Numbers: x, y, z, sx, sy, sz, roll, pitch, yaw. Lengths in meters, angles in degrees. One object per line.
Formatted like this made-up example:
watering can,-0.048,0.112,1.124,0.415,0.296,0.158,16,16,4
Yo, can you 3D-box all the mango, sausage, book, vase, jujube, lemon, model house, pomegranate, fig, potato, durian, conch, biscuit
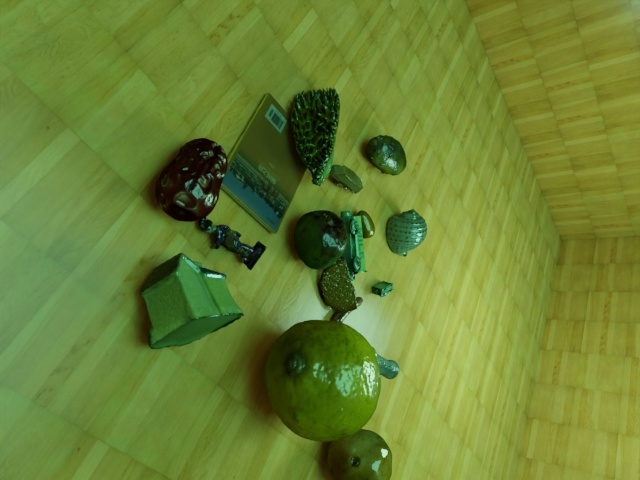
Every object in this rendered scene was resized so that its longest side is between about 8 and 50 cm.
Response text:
mango,0.169,-0.062,1.828,0.080,0.060,0.114,-50,118,-41
sausage,0.100,0.253,1.739,0.177,0.040,0.047,-35,111,-45
book,-0.156,-0.245,1.507,0.262,0.028,0.374,46,55,-36
vase,0.215,0.470,1.812,0.219,0.096,0.096,33,63,-45
jujube,-0.324,-0.158,1.230,0.155,0.155,0.230,48,44,-34
lemon,0.002,0.396,1.388,0.387,0.349,0.350,47,53,-49
model house,-0.332,0.145,1.200,0.214,0.195,0.189,7,56,-62
pomegranate,0.133,0.748,1.603,0.233,0.233,0.233,6,82,-48
fig,0.000,0.000,1.562,0.181,0.181,0.191,0,113,-48
potato,0.278,-0.344,1.935,0.251,0.113,0.149,19,74,-45
durian,-0.018,-0.363,1.611,0.198,0.163,0.394,97,-8,-70
conch,0.375,-0.031,2.002,0.172,0.131,0.200,-7,91,-49
biscuit,0.056,0.163,1.668,0.126,0.025,0.206,-18,106,-10

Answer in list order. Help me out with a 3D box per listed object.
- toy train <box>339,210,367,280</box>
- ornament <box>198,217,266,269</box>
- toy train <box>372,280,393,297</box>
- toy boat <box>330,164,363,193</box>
toy train,0.114,0.018,1.743,0.157,0.105,0.253,-6,90,-62
ornament,-0.262,0.004,1.343,0.203,0.088,0.081,29,90,-30
toy train,0.248,0.191,1.895,0.093,0.056,0.038,-22,120,-47
toy boat,0.091,-0.220,1.749,0.206,0.072,0.064,29,50,-57
